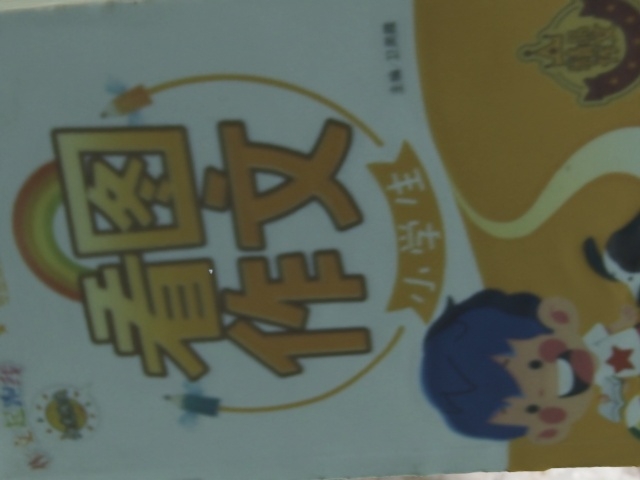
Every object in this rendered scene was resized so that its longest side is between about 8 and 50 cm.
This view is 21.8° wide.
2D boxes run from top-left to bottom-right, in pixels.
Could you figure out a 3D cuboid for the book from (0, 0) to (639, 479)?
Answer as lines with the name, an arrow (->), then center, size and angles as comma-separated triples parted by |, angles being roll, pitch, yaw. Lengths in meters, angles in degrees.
book -> 0.000, 0.000, 0.620 | 0.020, 0.296, 0.207 | -79, 163, -63
